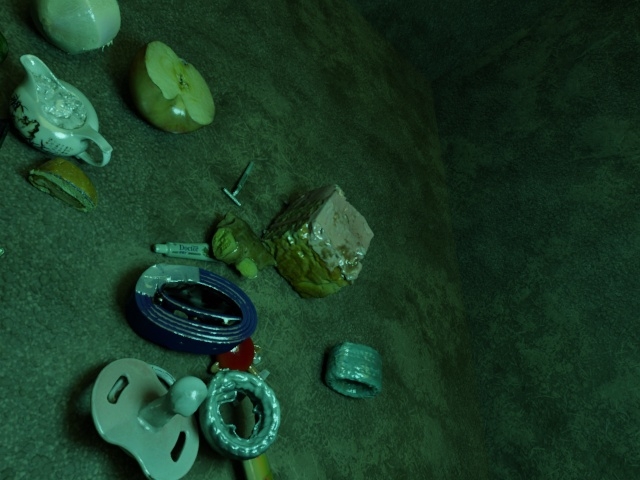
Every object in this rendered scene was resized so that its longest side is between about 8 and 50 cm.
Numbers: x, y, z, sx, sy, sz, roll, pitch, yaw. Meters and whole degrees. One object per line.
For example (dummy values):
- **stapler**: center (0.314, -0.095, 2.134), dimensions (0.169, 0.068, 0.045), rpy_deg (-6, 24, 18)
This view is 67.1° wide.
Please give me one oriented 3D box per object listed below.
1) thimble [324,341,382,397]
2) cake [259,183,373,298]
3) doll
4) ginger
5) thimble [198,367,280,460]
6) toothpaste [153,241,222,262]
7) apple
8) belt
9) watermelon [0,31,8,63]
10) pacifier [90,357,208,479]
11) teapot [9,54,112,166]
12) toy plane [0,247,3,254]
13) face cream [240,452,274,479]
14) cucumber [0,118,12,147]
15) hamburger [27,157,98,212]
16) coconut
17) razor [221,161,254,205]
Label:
- **thimble**: center (0.122, 0.471, 1.757), dimensions (0.235, 0.198, 0.143), rpy_deg (43, 42, -37)
- **cake**: center (0.000, 0.000, 1.776), dimensions (0.314, 0.292, 0.307), rpy_deg (57, 41, -23)
- **doll**: center (-0.255, 0.363, 1.457), dimensions (0.183, 0.085, 0.218), rpy_deg (-35, 107, -41)
- **ginger**: center (-0.251, 0.029, 1.605), dimensions (0.270, 0.123, 0.219), rpy_deg (47, 22, -53)
- **thimble**: center (-0.227, 0.471, 1.318), dimensions (0.204, 0.172, 0.250), rpy_deg (-30, 79, -27)
- **toothpaste**: center (-0.400, 0.032, 1.489), dimensions (0.255, 0.037, 0.067), rpy_deg (9, 61, -52)
- **apple**: center (-0.490, -0.462, 1.521), dimensions (0.293, 0.163, 0.252), rpy_deg (40, 34, -49)
- **belt**: center (-0.350, 0.191, 1.336), dimensions (0.346, 0.117, 0.213), rpy_deg (22, 52, -24)
- **watermelon**: center (-0.828, -0.484, 1.185), dimensions (0.108, 0.108, 0.109), rpy_deg (25, 54, -41)
- **pacifier**: center (-0.397, 0.419, 1.160), dimensions (0.332, 0.273, 0.220), rpy_deg (52, 57, -17)
- **teapot**: center (-0.666, -0.313, 1.252), dimensions (0.299, 0.165, 0.208), rpy_deg (44, 31, -13)
- **toy plane**: center (-0.752, 0.046, 1.057), dimensions (0.102, 0.040, 0.111), rpy_deg (-10, 78, -32)
- **face cream**: center (-0.158, 0.741, 1.377), dimensions (0.139, 0.067, 0.286), rpy_deg (27, 45, -80)
- **cucumber**: center (-0.795, -0.215, 1.135), dimensions (0.070, 0.046, 0.220), rpy_deg (22, 57, -33)
- **hamburger**: center (-0.647, -0.159, 1.245), dimensions (0.176, 0.087, 0.102), rpy_deg (34, 50, -32)
- **coconut**: center (-0.687, -0.628, 1.340), dimensions (0.224, 0.224, 0.234), rpy_deg (41, 43, -30)
- **razor**: center (-0.282, -0.222, 1.752), dimensions (0.084, 0.035, 0.211), rpy_deg (48, 42, -26)
